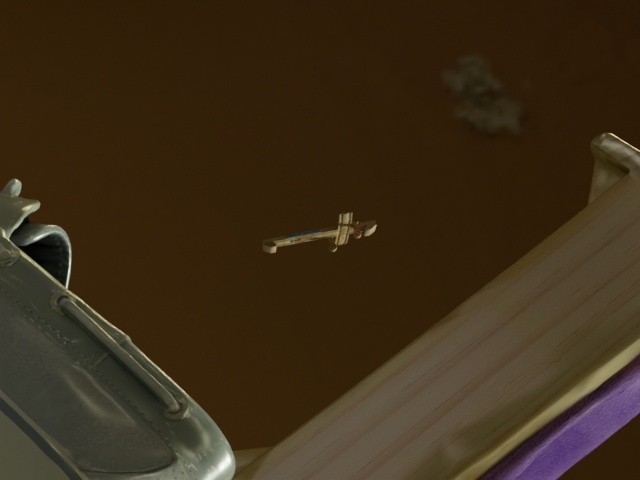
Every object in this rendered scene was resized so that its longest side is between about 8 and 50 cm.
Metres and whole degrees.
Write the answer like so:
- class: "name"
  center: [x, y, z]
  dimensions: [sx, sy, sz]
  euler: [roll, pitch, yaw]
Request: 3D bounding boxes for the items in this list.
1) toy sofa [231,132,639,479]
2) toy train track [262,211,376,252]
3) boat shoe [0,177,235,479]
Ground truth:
- class: "toy sofa"
  center: [0.114, 0.114, 1.152]
  dimensions: [0.177, 0.362, 0.150]
  euler: [38, -19, 51]
- class: "toy train track"
  center: [0.000, 0.000, 1.386]
  dimensions: [0.048, 0.083, 0.014]
  euler: [99, -22, -62]
- class: "boat shoe"
  center: [-0.111, 0.024, 0.604]
  dimensions: [0.227, 0.081, 0.079]
  euler: [40, -31, 34]
